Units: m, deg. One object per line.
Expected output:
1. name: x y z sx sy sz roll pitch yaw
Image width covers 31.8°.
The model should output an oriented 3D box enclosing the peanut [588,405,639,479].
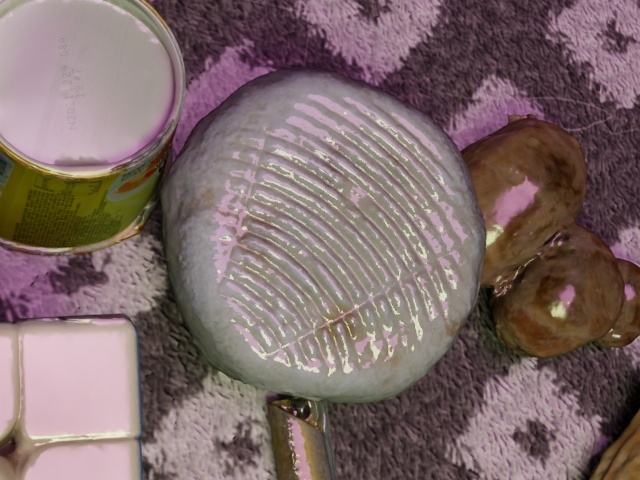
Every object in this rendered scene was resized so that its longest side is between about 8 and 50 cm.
1. peanut: 0.415 0.233 1.299 0.149 0.149 0.313 38 62 -8

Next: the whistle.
1. whistle: -0.002 0.323 1.158 0.068 0.057 0.327 -3 77 -24

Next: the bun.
1. bun: -0.004 0.004 1.161 0.354 0.194 0.355 2 80 -11

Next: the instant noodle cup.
1. instant noodle cup: -0.254 -0.131 1.106 0.264 0.200 0.264 5 74 -18

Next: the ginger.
1. ginger: 0.255 0.020 1.295 0.244 0.155 0.304 -39 100 -32

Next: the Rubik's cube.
1. Rubik's cube: -0.312 0.230 0.939 0.291 0.290 0.292 -2 78 -21
